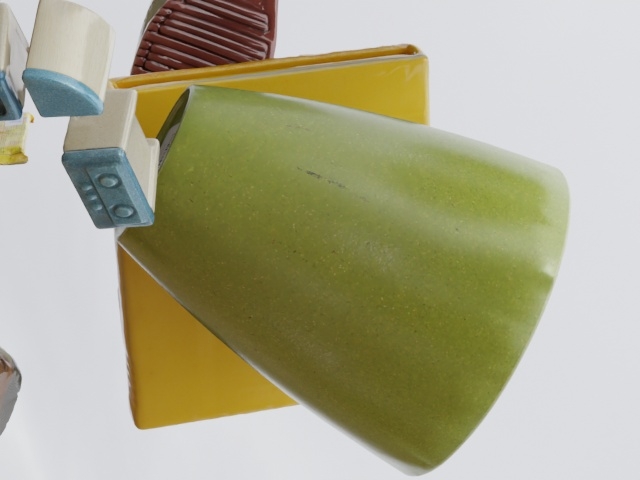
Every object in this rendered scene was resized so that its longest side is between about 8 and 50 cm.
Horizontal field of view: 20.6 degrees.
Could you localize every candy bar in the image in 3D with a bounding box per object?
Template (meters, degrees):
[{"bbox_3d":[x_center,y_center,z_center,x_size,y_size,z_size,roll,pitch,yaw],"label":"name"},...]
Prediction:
[{"bbox_3d":[-0.320,-0.107,1.827,0.161,0.040,0.018,-107,-167,-69],"label":"candy bar"}]

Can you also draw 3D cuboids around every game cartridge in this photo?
[{"bbox_3d":[-0.041,-0.002,1.557,0.052,0.285,0.323,-124,-150,-61],"label":"game cartridge"}]

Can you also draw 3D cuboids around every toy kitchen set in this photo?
[{"bbox_3d":[-0.226,-0.053,1.130,0.166,0.207,0.122,72,20,-55],"label":"toy kitchen set"}]

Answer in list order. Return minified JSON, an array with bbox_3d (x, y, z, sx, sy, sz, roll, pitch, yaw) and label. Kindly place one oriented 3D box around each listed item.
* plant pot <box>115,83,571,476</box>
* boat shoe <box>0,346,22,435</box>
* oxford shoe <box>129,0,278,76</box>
[{"bbox_3d":[0.000,0.000,1.388,0.274,0.294,0.275,-58,-167,22],"label":"plant pot"},{"bbox_3d":[-0.394,0.097,1.415,0.324,0.120,0.122,10,-104,29],"label":"boat shoe"},{"bbox_3d":[-0.108,-0.220,1.689,0.348,0.123,0.130,-67,-158,-4],"label":"oxford shoe"}]
